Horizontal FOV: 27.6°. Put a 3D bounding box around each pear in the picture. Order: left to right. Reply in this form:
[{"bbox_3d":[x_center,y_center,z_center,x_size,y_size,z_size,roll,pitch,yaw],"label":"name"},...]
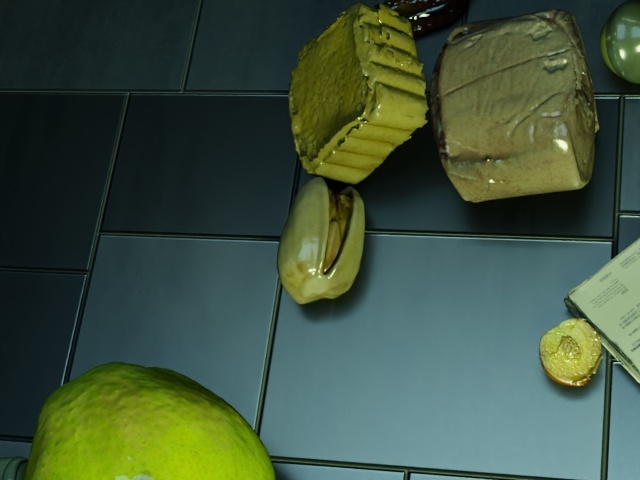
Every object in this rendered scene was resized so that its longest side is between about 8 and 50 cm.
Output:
[{"bbox_3d":[-0.237,0.345,1.758,0.391,0.391,0.391,-5,64,11],"label":"pear"}]

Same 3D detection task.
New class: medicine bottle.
[{"bbox_3d":[0.481,0.086,1.875,0.201,0.052,0.171,-39,63,-7],"label":"medicine bottle"}]

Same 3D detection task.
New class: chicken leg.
[{"bbox_3d":[0.199,-0.411,2.177,0.253,0.051,0.106,-32,57,-6],"label":"chicken leg"}]

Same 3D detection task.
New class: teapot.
[{"bbox_3d":[0.513,-0.317,2.017,0.119,0.130,0.165,-1,29,45],"label":"teapot"}]

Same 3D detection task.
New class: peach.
[{"bbox_3d":[0.358,0.163,1.863,0.098,0.061,0.098,-1,76,5],"label":"peach"}]

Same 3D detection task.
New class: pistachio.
[{"bbox_3d":[0.000,0.000,1.999,0.129,0.131,0.206,25,57,-23],"label":"pistachio"}]

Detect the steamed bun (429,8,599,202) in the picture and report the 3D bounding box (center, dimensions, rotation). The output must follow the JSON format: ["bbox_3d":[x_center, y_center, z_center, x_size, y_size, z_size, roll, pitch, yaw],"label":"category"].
[{"bbox_3d":[0.306,-0.189,1.974,0.251,0.199,0.301,-11,53,27],"label":"steamed bun"}]

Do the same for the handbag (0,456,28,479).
[{"bbox_3d":[-0.557,0.445,1.956,0.315,0.109,0.241,-14,61,22],"label":"handbag"}]

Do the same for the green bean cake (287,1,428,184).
[{"bbox_3d":[0.059,-0.229,2.030,0.229,0.131,0.224,-40,47,44],"label":"green bean cake"}]
